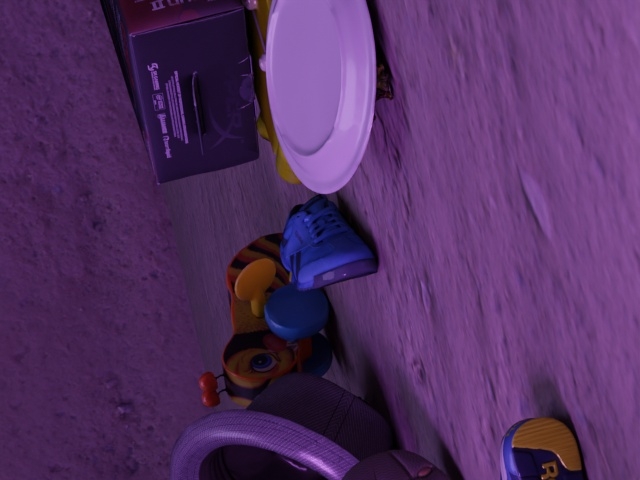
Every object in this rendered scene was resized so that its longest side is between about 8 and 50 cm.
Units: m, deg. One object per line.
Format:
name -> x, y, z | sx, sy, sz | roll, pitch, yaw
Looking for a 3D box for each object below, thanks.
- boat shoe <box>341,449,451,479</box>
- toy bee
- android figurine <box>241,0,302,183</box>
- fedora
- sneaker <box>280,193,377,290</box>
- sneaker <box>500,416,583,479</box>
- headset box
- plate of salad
boat shoe -> 0.097, 0.339, 1.226 | 0.130, 0.132, 0.355 | 89, 163, -53
toy bee -> -0.063, 0.110, 1.653 | 0.298, 0.162, 0.195 | -127, 26, -64
android figurine -> -0.043, -0.181, 1.425 | 0.273, 0.056, 0.248 | 126, 129, -79
fedora -> -0.019, 0.226, 1.523 | 0.124, 0.243, 0.275 | -60, -6, -36
sneaker -> 0.000, 0.000, 1.419 | 0.209, 0.069, 0.082 | -166, 65, -78
sneaker -> 0.145, 0.180, 0.968 | 0.059, 0.053, 0.144 | -178, 81, -78
headset box -> -0.144, -0.215, 1.450 | 0.218, 0.110, 0.293 | 87, 165, -56
plate of salad -> 0.006, -0.137, 1.211 | 0.200, 0.048, 0.200 | 18, 110, 62
